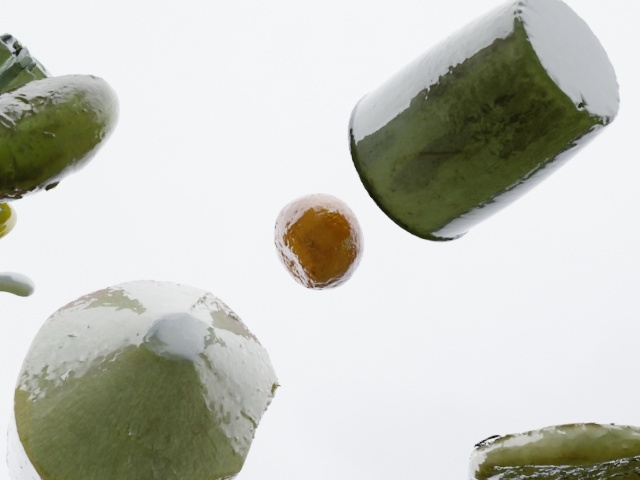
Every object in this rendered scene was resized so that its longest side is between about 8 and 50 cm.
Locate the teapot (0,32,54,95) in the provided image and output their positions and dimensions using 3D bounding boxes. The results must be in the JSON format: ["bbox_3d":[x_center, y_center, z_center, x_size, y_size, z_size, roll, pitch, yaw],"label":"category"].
[{"bbox_3d":[-0.564,-0.250,1.143,0.178,0.221,0.163,-49,-65,-17],"label":"teapot"}]

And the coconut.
[{"bbox_3d":[-0.204,0.198,0.740,0.297,0.298,0.310,25,-45,-8],"label":"coconut"}]

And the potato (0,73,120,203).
[{"bbox_3d":[-0.449,-0.164,1.000,0.176,0.298,0.141,44,-33,16],"label":"potato"}]

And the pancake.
[{"bbox_3d":[0.291,0.243,0.680,0.282,0.049,0.282,1,-30,1],"label":"pancake"}]

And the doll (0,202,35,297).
[{"bbox_3d":[-0.669,0.007,1.073,0.310,0.160,0.243,-13,-33,-30],"label":"doll"}]

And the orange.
[{"bbox_3d":[0.000,0.000,1.200,0.161,0.193,0.193,-27,-66,-22],"label":"orange"}]

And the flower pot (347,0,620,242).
[{"bbox_3d":[0.253,-0.189,0.966,0.293,0.294,0.330,41,-42,-14],"label":"flower pot"}]
